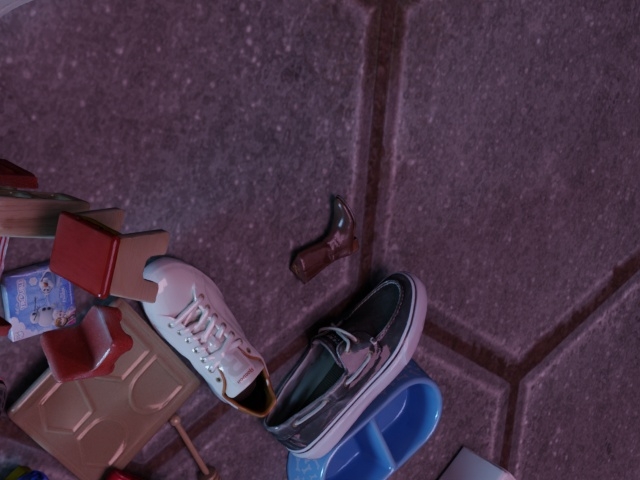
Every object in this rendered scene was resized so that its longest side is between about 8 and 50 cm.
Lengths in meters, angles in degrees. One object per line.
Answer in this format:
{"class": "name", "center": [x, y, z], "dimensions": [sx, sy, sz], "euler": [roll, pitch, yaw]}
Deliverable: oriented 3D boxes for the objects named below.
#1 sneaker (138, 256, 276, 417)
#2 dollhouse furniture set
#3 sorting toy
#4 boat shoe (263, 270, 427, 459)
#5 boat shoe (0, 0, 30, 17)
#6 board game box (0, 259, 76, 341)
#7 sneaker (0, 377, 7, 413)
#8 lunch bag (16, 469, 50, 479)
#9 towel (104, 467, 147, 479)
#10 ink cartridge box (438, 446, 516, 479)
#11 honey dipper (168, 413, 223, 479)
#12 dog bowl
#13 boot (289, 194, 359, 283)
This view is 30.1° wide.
{"class": "sneaker", "center": [-0.142, 0.137, 1.651], "dimensions": [0.106, 0.123, 0.290], "euler": [-45, 128, -14]}
{"class": "dollhouse furniture set", "center": [-0.345, 0.036, 1.280], "dimensions": [0.152, 0.374, 0.201], "euler": [2, 104, -44]}
{"class": "sorting toy", "center": [-0.323, 0.244, 1.606], "dimensions": [0.307, 0.041, 0.229], "euler": [-47, 134, -14]}
{"class": "boat shoe", "center": [0.041, 0.181, 1.816], "dimensions": [0.119, 0.121, 0.335], "euler": [38, 83, -43]}
{"class": "boat shoe", "center": [-0.378, -0.292, 1.308], "dimensions": [0.302, 0.091, 0.114], "euler": [-46, 149, -18]}
{"class": "board game box", "center": [-0.359, 0.074, 1.517], "dimensions": [0.090, 0.020, 0.090], "euler": [-17, 117, -32]}
{"class": "sneaker", "center": [-0.428, 0.253, 1.488], "dimensions": [0.063, 0.074, 0.170], "euler": [23, 94, -54]}
{"class": "lunch bag", "center": [-0.417, 0.447, 1.531], "dimensions": [0.293, 0.138, 0.221], "euler": [-32, 124, -23]}
{"class": "towel", "center": [-0.293, 0.460, 1.695], "dimensions": [0.199, 0.031, 0.275], "euler": [31, 94, -42]}
{"class": "ink cartridge box", "center": [0.256, 0.541, 2.138], "dimensions": [0.273, 0.114, 0.198], "euler": [-50, 131, -12]}
{"class": "honey dipper", "center": [-0.186, 0.313, 1.749], "dimensions": [0.030, 0.030, 0.161], "euler": [-40, 124, -20]}
{"class": "dog bowl", "center": [0.081, 0.316, 1.935], "dimensions": [0.297, 0.074, 0.166], "euler": [-39, 128, -20]}
{"class": "boot", "center": [0.000, 0.000, 1.772], "dimensions": [0.114, 0.037, 0.106], "euler": [-29, 121, -22]}
